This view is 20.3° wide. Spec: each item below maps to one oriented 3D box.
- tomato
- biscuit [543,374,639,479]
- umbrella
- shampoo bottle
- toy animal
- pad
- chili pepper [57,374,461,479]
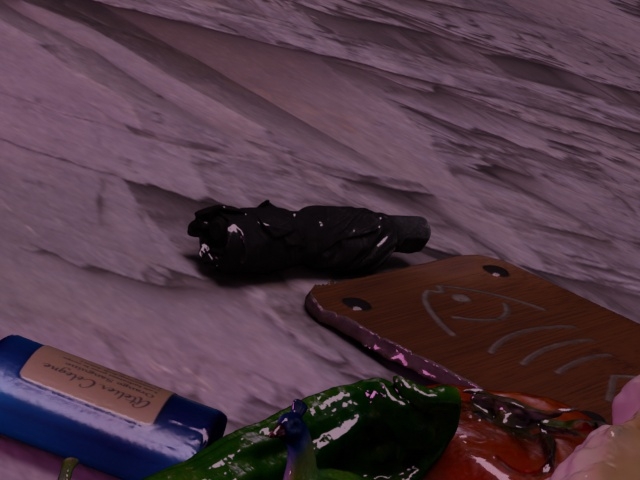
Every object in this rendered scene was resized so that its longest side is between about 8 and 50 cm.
[{"bbox_3d":[0.120,0.149,1.162,0.228,0.101,0.228,14,19,-5],"label":"tomato"},{"bbox_3d":[0.302,0.224,1.004,0.446,0.104,0.429,44,31,23],"label":"biscuit"},{"bbox_3d":[0.000,0.000,1.487,0.235,0.059,0.066,1,50,-41],"label":"umbrella"},{"bbox_3d":[-0.153,0.104,1.115,0.183,0.050,0.087,20,24,4],"label":"shampoo bottle"},{"bbox_3d":[0.026,0.188,0.995,0.217,0.075,0.041,52,-21,-19],"label":"toy animal"},{"bbox_3d":[0.167,0.081,1.449,0.284,0.018,0.286,26,21,33],"label":"pad"},{"bbox_3d":[-0.028,0.141,1.030,0.257,0.100,0.074,-21,23,-35],"label":"chili pepper"}]
